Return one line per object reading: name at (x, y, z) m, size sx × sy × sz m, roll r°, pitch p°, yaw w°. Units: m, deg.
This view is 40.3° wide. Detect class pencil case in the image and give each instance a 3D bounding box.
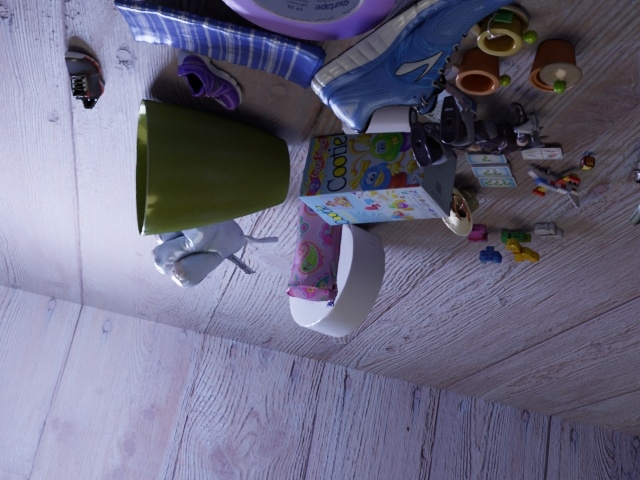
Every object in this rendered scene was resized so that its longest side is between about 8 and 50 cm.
pencil case at (0.000, 0.000, 1.952) m, size 0.124 × 0.284 × 0.124 m, roll 6°, pitch 162°, yaw 2°

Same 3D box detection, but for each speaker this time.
speaker at (0.110, -0.229, 1.644) m, size 0.136 × 0.055 × 0.055 m, roll 1°, pitch 156°, yaw 23°

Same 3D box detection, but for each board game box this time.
board game box at (0.117, -0.129, 1.768) m, size 0.275 × 0.142 × 0.144 m, roll -3°, pitch 155°, yaw 31°
board game box at (0.222, -0.248, 1.588) m, size 0.090 × 0.020 × 0.090 m, roll 26°, pitch 154°, yaw -36°

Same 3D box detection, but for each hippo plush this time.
hippo plush at (-0.303, -0.032, 2.087) m, size 0.294 × 0.234 × 0.236 m, roll 22°, pitch 152°, yaw 25°

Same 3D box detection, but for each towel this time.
towel at (-0.161, -0.324, 1.450) m, size 0.336 × 0.040 × 0.243 m, roll 13°, pitch 180°, yaw -5°

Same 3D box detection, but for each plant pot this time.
plant pot at (-0.220, -0.144, 1.786) m, size 0.294 × 0.274 × 0.275 m, roll 1°, pitch 161°, yaw -17°

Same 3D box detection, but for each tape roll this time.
tape roll at (-0.021, -0.401, 1.237) m, size 0.275 × 0.090 × 0.274 m, roll 9°, pitch 159°, yaw 4°
tape roll at (0.039, 0.093, 2.171) m, size 0.100 × 0.286 × 0.286 m, roll 23°, pitch 155°, yaw -26°

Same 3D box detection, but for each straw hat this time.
straw hat at (0.311, -0.081, 1.896) m, size 0.061 × 0.144 × 0.144 m, roll -29°, pitch 165°, yaw -16°

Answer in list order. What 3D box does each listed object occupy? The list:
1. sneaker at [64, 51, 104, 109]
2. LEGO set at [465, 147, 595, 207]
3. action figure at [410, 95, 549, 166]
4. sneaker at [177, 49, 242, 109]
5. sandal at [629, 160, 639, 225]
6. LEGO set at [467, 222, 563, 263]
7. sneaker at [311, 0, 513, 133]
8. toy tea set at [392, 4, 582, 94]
sneaker at (-0.463, -0.308, 1.706) m, size 0.061 × 0.064 × 0.158 m, roll 8°, pitch 158°, yaw 8°
LEGO set at (0.425, -0.127, 1.747) m, size 0.245 × 0.060 × 0.182 m, roll 1°, pitch 160°, yaw 22°
action figure at (0.282, -0.191, 1.532) m, size 0.185 × 0.099 × 0.285 m, roll -17°, pitch 173°, yaw 41°
sneaker at (-0.214, -0.288, 1.631) m, size 0.068 × 0.071 × 0.170 m, roll -5°, pitch 154°, yaw 34°
sandal at (0.626, -0.141, 1.582) m, size 0.120 × 0.086 × 0.302 m, roll -23°, pitch 143°, yaw -13°
LEGO set at (0.435, 0.003, 2.019) m, size 0.227 × 0.087 × 0.093 m, roll -3°, pitch 155°, yaw 29°
sneaker at (0.153, -0.272, 1.276) m, size 0.330 × 0.130 × 0.147 m, roll -32°, pitch 100°, yaw 25°
toy tea set at (0.239, -0.269, 1.387) m, size 0.336 × 0.124 × 0.200 m, roll 0°, pitch 156°, yaw 25°
